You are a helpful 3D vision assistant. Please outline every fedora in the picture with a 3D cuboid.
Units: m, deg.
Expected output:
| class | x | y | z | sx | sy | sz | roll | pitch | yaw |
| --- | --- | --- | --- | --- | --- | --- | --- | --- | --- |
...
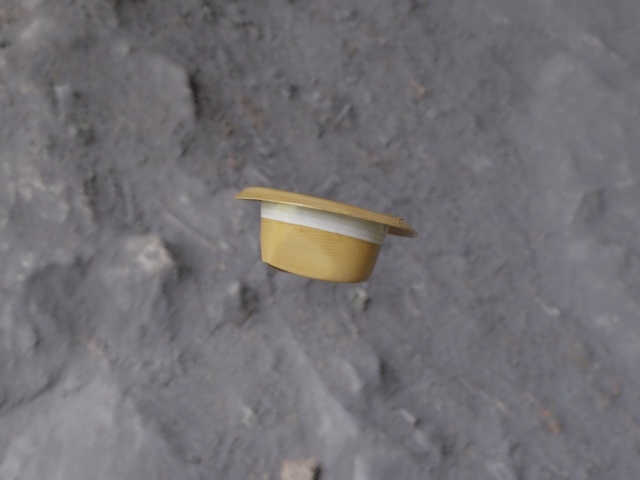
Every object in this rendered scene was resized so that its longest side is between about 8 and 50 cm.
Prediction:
| class | x | y | z | sx | sy | sz | roll | pitch | yaw |
| --- | --- | --- | --- | --- | --- | --- | --- | --- | --- |
| fedora | 0.000 | 0.000 | 1.482 | 0.194 | 0.079 | 0.194 | 12 | -2 | 0 |
